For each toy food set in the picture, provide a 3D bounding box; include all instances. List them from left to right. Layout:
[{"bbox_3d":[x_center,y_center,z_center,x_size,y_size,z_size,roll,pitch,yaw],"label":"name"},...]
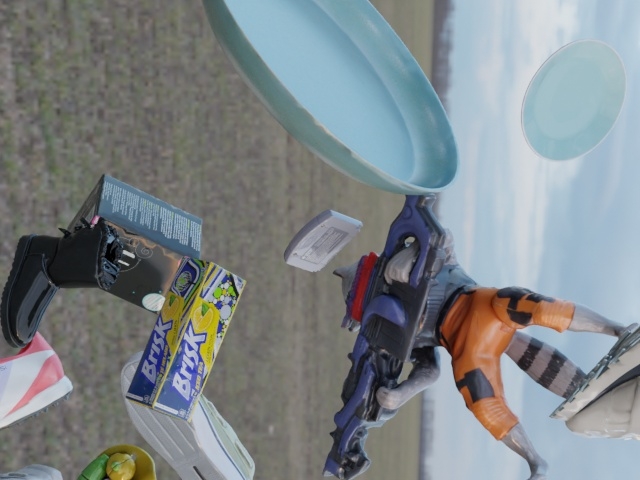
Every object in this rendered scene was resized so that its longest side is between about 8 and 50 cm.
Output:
[{"bbox_3d":[-0.353,0.424,1.822,0.218,0.128,0.071,-54,163,-3],"label":"toy food set"}]

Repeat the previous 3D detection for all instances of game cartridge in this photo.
[{"bbox_3d":[0.000,0.000,1.251,0.056,0.083,0.017,18,38,-42],"label":"game cartridge"}]

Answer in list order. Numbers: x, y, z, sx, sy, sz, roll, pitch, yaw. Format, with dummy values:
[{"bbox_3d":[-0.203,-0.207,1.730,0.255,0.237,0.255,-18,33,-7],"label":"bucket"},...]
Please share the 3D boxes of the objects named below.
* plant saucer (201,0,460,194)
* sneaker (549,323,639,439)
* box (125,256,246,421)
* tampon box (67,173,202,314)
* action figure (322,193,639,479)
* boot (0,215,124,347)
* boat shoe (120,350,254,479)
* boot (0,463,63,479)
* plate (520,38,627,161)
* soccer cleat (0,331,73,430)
[{"bbox_3d":[0.003,-0.160,1.010,0.317,0.044,0.317,38,28,-24],"label":"plant saucer"},{"bbox_3d":[0.255,0.123,0.890,0.090,0.095,0.235,-47,172,-20],"label":"sneaker"},{"bbox_3d":[-0.146,0.107,1.247,0.059,0.054,0.169,32,74,-42],"label":"box"},{"bbox_3d":[-0.265,0.006,1.612,0.120,0.161,0.101,-51,-155,31],"label":"tampon box"},{"bbox_3d":[0.139,0.132,1.248,0.178,0.330,0.341,-3,122,-51],"label":"action figure"},{"bbox_3d":[-0.236,0.038,1.052,0.045,0.099,0.121,55,34,-56],"label":"boot"},{"bbox_3d":[-0.201,0.284,1.748,0.302,0.109,0.094,62,25,-20],"label":"boat shoe"},{"bbox_3d":[-0.504,0.410,1.767,0.123,0.258,0.095,-13,84,-51],"label":"boot"},{"bbox_3d":[0.365,-0.205,1.667,0.024,0.188,0.188,-135,-142,-53],"label":"plate"},{"bbox_3d":[-0.498,0.231,1.570,0.109,0.318,0.116,-21,-85,54],"label":"soccer cleat"}]
